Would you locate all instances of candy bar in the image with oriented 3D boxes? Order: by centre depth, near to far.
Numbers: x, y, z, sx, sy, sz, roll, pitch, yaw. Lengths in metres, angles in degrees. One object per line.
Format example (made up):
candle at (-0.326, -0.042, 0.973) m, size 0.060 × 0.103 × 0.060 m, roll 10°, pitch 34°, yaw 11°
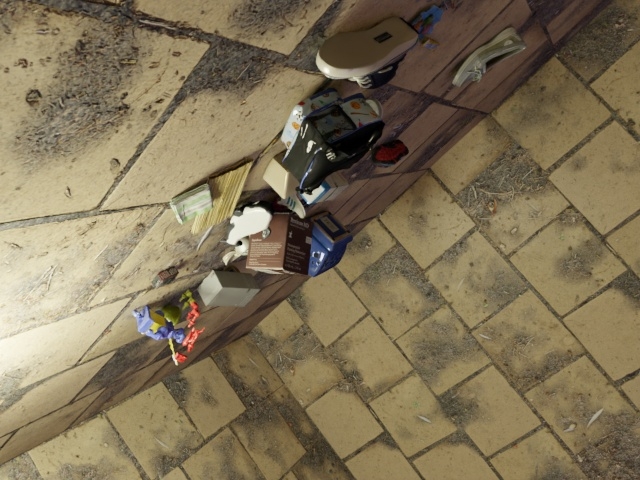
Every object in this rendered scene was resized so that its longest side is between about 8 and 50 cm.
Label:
candy bar at (0.338, -0.603, 1.719) m, size 0.040 × 0.018 × 0.161 m, roll -43°, pitch 173°, yaw 25°

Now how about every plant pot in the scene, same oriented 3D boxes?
plant pot at (-0.101, -0.215, 1.717) m, size 0.109 × 0.109 × 0.096 m, roll -33°, pitch 155°, yaw -28°
plant pot at (0.000, 0.000, 2.659) m, size 0.236 × 0.236 × 0.212 m, roll -25°, pitch 156°, yaw -51°

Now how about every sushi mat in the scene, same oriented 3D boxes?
sushi mat at (-0.294, -0.125, 1.648) m, size 0.151 × 0.019 × 0.316 m, roll -31°, pitch 167°, yaw -32°

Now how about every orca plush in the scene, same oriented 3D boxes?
orca plush at (-0.232, -0.070, 1.891) m, size 0.287 × 0.151 × 0.102 m, roll -56°, pitch -169°, yaw 52°

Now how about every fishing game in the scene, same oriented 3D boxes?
fishing game at (0.280, -0.585, 1.576) m, size 0.264 × 0.041 × 0.189 m, roll -41°, pitch 172°, yaw 13°

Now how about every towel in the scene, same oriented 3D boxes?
towel at (-0.347, -0.096, 1.530) m, size 0.113 × 0.023 × 0.152 m, roll -27°, pitch 165°, yaw -13°

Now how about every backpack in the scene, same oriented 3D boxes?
backpack at (0.034, -0.288, 1.545) m, size 0.263 × 0.213 × 0.276 m, roll -24°, pitch 171°, yaw -26°

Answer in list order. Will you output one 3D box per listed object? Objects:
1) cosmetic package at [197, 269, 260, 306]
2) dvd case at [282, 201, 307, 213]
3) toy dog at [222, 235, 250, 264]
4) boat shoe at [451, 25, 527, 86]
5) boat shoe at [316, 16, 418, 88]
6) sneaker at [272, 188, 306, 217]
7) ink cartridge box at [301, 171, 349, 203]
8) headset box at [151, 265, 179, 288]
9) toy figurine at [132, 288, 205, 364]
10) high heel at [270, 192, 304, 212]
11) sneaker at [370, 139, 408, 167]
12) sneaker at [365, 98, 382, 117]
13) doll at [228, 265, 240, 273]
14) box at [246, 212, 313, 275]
cosmetic package at (-0.387, 0.206, 2.372) m, size 0.127 × 0.107 × 0.238 m, roll -48°, pitch 152°, yaw 24°
dvd case at (-0.082, -0.135, 2.202) m, size 0.238 × 0.030 × 0.179 m, roll -32°, pitch 180°, yaw -18°
toy dog at (-0.212, 0.043, 2.271) m, size 0.333 × 0.161 × 0.220 m, roll -28°, pitch 165°, yaw -45°
boat shoe at (0.653, -0.700, 2.174) m, size 0.320 × 0.103 × 0.118 m, roll -38°, pitch 170°, yaw -6°
boat shoe at (0.105, -0.429, 1.383) m, size 0.340 × 0.127 × 0.158 m, roll -32°, pitch 161°, yaw -35°
sneaker at (-0.112, -0.136, 1.931) m, size 0.075 × 0.161 × 0.057 m, roll -30°, pitch -151°, yaw -6°
ink cartridge box at (-0.012, -0.210, 1.891) m, size 0.086 × 0.148 × 0.203 m, roll -44°, pitch 168°, yaw 25°
headset box at (-0.532, 0.128, 1.900) m, size 0.083 × 0.032 × 0.062 m, roll -29°, pitch 166°, yaw -49°
toy figurine at (-0.598, 0.280, 2.092) m, size 0.191 × 0.217 × 0.362 m, roll -54°, pitch -149°, yaw 9°
high heel at (-0.089, -0.173, 2.083) m, size 0.117 × 0.082 × 0.244 m, roll -1°, pitch -147°, yaw 35°
sneaker at (0.289, -0.352, 2.443) m, size 0.262 × 0.104 × 0.125 m, roll -26°, pitch 166°, yaw -50°
sneaker at (0.077, -0.340, 1.749) m, size 0.281 × 0.105 × 0.115 m, roll -40°, pitch 170°, yaw 10°
doll at (-0.437, 0.188, 2.446) m, size 0.189 × 0.046 × 0.129 m, roll -38°, pitch 163°, yaw 1°
box at (-0.145, 0.017, 2.016) m, size 0.167 × 0.203 × 0.168 m, roll 1°, pitch 170°, yaw 33°
